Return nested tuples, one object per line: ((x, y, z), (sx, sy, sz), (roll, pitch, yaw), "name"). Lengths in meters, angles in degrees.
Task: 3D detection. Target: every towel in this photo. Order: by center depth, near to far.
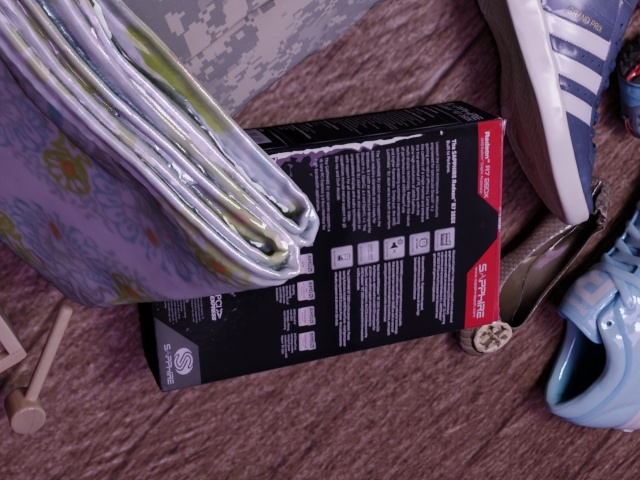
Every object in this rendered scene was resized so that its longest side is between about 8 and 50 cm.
((-0.207, -0.075, 0.751), (0.320, 0.374, 0.090), (49, 60, -22), "towel")

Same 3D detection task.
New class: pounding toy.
((-0.320, 0.086, 0.930), (0.181, 0.094, 0.206), (-32, 128, -13), "pounding toy")

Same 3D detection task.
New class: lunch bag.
((-0.080, -0.226, 0.832), (0.305, 0.212, 0.256), (-37, 144, -5), "lunch bag")

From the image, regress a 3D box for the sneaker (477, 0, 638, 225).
((0.258, -0.184, 1.027), (0.148, 0.131, 0.350), (-21, 117, -6), "sneaker")

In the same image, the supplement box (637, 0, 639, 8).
((0.397, -0.344, 1.034), (0.111, 0.114, 0.220), (37, 93, -30), "supplement box")

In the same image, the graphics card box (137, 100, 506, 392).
((0.000, 0.000, 1.020), (0.371, 0.094, 0.233), (-11, 114, -19), "graphics card box")

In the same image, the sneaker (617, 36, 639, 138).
((0.442, -0.189, 1.139), (0.262, 0.104, 0.125), (-19, 134, -10), "sneaker")

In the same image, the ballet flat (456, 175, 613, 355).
((0.245, 0.033, 1.148), (0.250, 0.058, 0.084), (-51, 132, 2), "ballet flat")

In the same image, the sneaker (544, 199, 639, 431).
((0.357, 0.060, 1.166), (0.150, 0.135, 0.366), (4, 108, -27), "sneaker")
